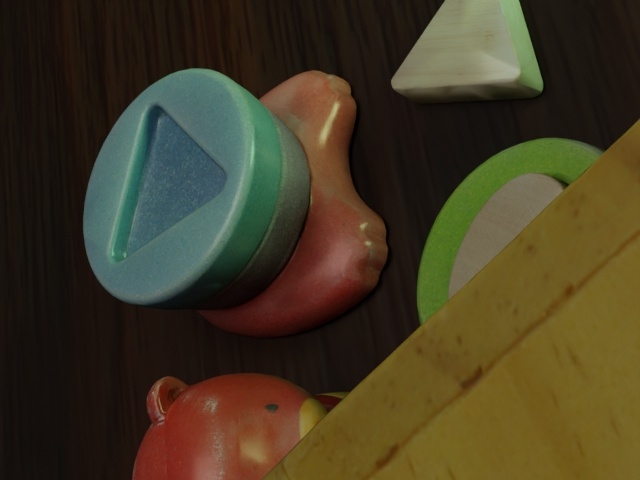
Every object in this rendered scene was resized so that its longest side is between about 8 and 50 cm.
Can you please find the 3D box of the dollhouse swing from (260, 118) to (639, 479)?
[{"bbox_3d":[0.204,0.089,0.423,0.347,0.315,0.305,-46,65,26],"label":"dollhouse swing"}]

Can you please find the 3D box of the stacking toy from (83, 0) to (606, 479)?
[{"bbox_3d":[0.000,0.000,0.733,0.279,0.130,0.309,-41,49,24],"label":"stacking toy"}]
